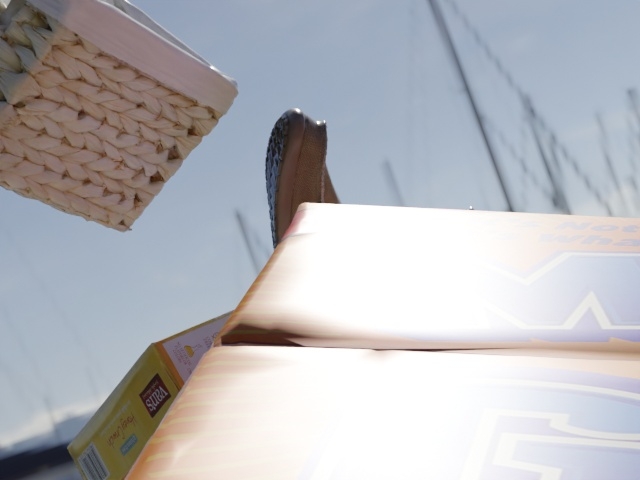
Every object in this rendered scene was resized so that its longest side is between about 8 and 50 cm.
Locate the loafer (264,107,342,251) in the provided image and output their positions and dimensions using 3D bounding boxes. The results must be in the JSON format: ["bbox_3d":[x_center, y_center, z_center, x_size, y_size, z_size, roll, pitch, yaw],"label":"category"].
[{"bbox_3d":[0.000,0.000,0.872,0.050,0.148,0.056,-5,33,-5],"label":"loafer"}]

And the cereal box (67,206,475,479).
[{"bbox_3d":[-0.021,0.070,1.048,0.240,0.047,0.173,-23,-15,-34],"label":"cereal box"}]

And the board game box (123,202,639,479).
[{"bbox_3d":[0.142,0.205,0.502,0.356,0.356,0.356,2,15,7],"label":"board game box"}]

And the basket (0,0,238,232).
[{"bbox_3d":[-0.138,-0.084,0.857,0.103,0.113,0.167,-54,-26,4],"label":"basket"}]
